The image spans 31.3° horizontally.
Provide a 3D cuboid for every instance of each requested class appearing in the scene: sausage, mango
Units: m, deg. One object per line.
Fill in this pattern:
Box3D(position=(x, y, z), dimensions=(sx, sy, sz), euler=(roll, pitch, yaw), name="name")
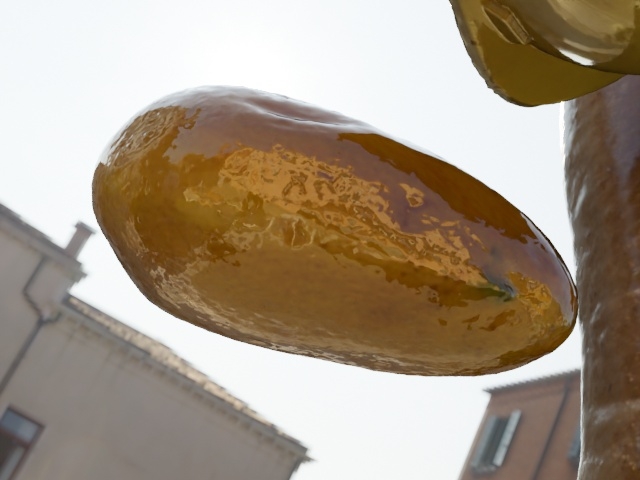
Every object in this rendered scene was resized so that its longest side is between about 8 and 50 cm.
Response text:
Box3D(position=(0.209, 0.072, 0.674), dimensions=(0.136, 0.500, 0.123), euler=(1, -29, 11), name="sausage")
Box3D(position=(0.000, 0.000, 0.497), dimensions=(0.227, 0.109, 0.147), euler=(18, -10, 24), name="mango")

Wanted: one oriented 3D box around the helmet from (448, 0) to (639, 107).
Box3D(position=(0.171, -0.160, 0.544), dimensions=(0.140, 0.205, 0.256), euler=(44, -29, 49), name="helmet")
